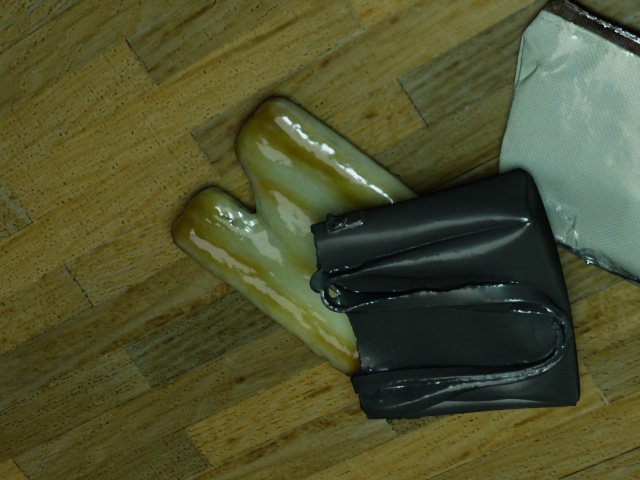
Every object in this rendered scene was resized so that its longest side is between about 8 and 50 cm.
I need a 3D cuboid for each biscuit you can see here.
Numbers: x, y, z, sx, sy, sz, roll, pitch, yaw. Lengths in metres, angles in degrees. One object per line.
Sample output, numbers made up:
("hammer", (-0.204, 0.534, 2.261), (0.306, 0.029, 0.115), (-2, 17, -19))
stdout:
("biscuit", (0.000, 0.000, 1.886), (0.290, 0.062, 0.237), (35, 121, -2))

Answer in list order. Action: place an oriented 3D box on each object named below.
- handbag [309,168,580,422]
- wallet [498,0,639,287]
("handbag", (0.134, 0.075, 1.795), (0.257, 0.113, 0.285), (-10, 128, 11))
("wallet", (0.333, -0.084, 1.729), (0.335, 0.068, 0.275), (27, 118, 12))
